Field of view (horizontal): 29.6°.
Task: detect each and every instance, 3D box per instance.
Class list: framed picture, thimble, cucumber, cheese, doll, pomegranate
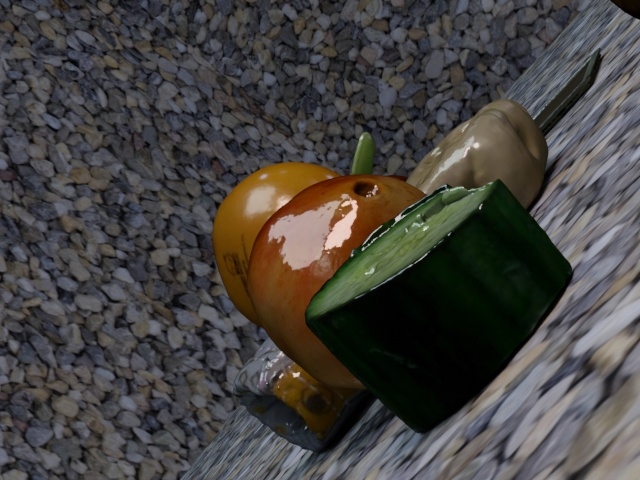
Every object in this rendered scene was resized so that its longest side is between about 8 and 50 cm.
[{"bbox_3d":[0.324,-0.168,1.822,0.274,0.017,0.217,-49,1,28],"label":"framed picture"},{"bbox_3d":[-0.014,0.150,1.318,0.118,0.127,0.151,-51,6,-20],"label":"thimble"},{"bbox_3d":[0.088,0.043,0.924,0.191,0.130,0.191,-48,5,6],"label":"cucumber"},{"bbox_3d":[0.171,-0.058,1.377,0.235,0.117,0.218,-52,3,-9],"label":"cheese"},{"bbox_3d":[0.000,0.000,1.445,0.236,0.213,0.213,-25,-13,-33],"label":"doll"},{"bbox_3d":[0.033,0.037,1.135,0.209,0.209,0.209,-50,1,1],"label":"pomegranate"}]

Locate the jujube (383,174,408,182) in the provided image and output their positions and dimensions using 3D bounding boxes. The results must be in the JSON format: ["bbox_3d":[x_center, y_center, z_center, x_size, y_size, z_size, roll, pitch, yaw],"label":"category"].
[{"bbox_3d":[0.061,0.025,1.608,0.250,0.174,0.174,-49,0,-10],"label":"jujube"}]

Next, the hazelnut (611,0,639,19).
[{"bbox_3d":[0.318,-0.270,0.925,0.217,0.217,0.251,-50,10,-23],"label":"hazelnut"}]
